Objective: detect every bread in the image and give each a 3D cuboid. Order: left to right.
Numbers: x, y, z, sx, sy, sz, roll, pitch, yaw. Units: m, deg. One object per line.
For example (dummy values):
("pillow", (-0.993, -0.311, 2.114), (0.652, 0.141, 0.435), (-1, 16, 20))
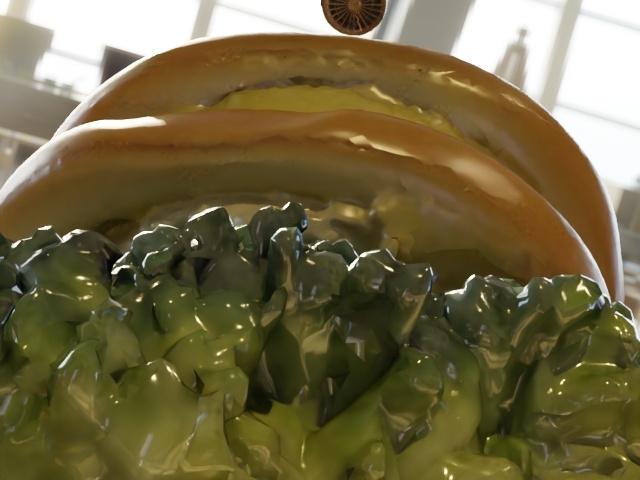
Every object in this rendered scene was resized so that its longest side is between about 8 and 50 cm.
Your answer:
("bread", (0.000, 0.000, 0.685), (0.315, 0.211, 0.270), (12, 38, 12))

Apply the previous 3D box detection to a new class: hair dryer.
("hair dryer", (0.027, -0.259, 0.992), (0.050, 0.195, 0.173), (3, 21, -2))

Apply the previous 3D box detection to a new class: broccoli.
("broccoli", (-0.024, 0.153, 0.442), (0.348, 0.281, 0.293), (10, -32, -24))
